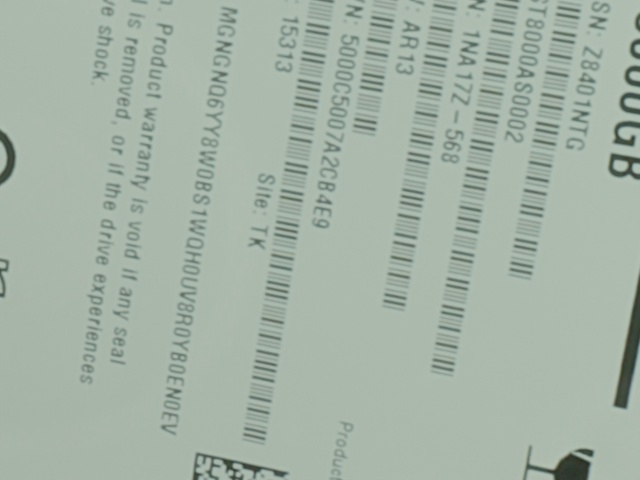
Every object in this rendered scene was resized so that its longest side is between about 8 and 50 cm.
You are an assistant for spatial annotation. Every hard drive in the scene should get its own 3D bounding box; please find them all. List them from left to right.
[{"bbox_3d":[0.000,0.000,0.356,0.339,0.064,0.237,11,102,9],"label":"hard drive"}]
